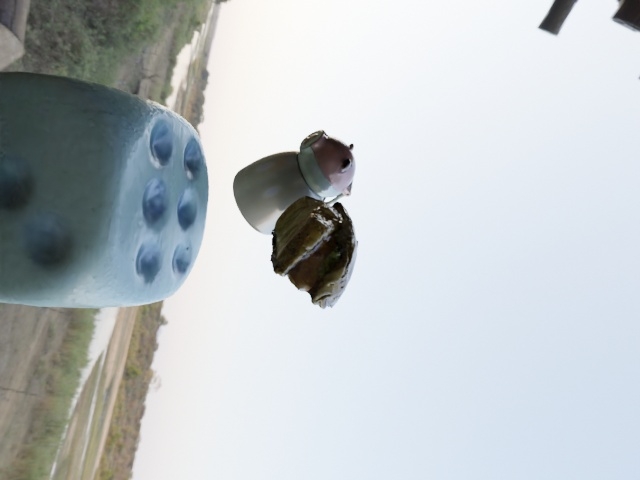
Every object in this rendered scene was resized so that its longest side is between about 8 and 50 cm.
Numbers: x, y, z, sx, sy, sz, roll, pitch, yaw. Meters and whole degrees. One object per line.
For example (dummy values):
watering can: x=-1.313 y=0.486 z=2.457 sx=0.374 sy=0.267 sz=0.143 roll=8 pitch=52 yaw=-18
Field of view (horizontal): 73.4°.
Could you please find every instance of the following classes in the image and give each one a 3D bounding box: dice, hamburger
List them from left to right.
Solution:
dice: x=-0.325 y=-0.057 z=0.597 sx=0.264 sy=0.262 sz=0.268 roll=18 pitch=80 yaw=-82
hamburger: x=0.000 y=0.000 z=0.675 sx=0.131 sy=0.124 sz=0.262 roll=-47 pitch=-164 yaw=8

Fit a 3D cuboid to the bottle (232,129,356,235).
bottle: x=-0.038 y=-0.117 z=0.825 sx=0.236 sy=0.147 sz=0.148 roll=-24 pitch=-133 yaw=23
